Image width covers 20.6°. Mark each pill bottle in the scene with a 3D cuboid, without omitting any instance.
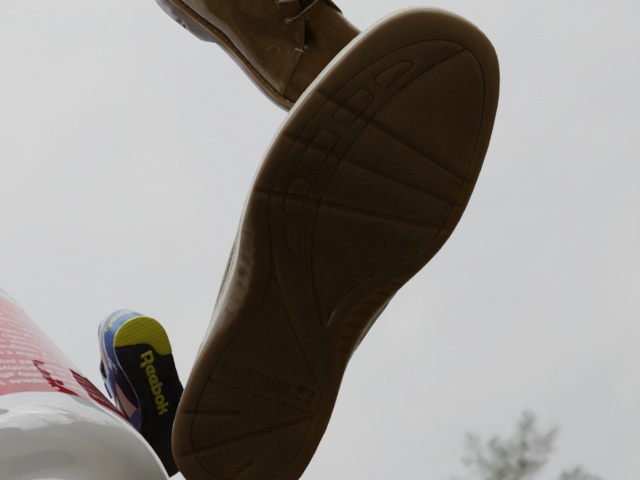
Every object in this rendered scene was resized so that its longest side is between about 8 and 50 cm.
[{"bbox_3d":[-0.236,0.174,1.182,0.229,0.408,0.229,-12,-65,-27],"label":"pill bottle"}]

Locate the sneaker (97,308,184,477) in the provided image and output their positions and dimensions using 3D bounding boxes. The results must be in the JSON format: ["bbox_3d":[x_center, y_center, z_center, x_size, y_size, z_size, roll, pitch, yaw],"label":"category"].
[{"bbox_3d":[-0.132,0.113,1.320,0.053,0.059,0.144,-21,-63,-27],"label":"sneaker"}]

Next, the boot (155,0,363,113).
[{"bbox_3d":[-0.025,-0.209,1.692,0.112,0.305,0.115,-53,-6,-35],"label":"boot"}]

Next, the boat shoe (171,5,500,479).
[{"bbox_3d":[0.000,0.000,1.104,0.341,0.122,0.110,-61,8,18],"label":"boat shoe"}]
